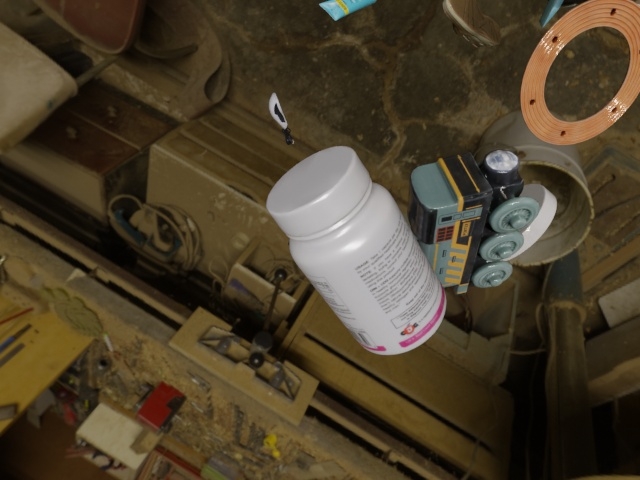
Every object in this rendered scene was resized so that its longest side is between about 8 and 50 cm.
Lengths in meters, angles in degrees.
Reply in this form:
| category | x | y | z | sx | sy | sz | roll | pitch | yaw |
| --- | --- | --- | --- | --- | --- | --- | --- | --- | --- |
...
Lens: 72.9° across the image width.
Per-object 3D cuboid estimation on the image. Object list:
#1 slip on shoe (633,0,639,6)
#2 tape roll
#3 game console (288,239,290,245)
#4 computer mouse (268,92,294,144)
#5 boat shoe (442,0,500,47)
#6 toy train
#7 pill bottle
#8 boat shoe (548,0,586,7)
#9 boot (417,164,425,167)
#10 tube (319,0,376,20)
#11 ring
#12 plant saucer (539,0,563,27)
| category | x | y | z | sx | sy | sz | roll | pitch | yaw |
| --- | --- | --- | --- | --- | --- | --- | --- | --- | --- |
| slip on shoe | 0.948 | -0.640 | 1.236 | 0.041 | 0.051 | 0.135 | -45 | 70 | 10 |
| tape roll | 0.839 | -0.077 | 1.891 | 0.072 | 0.392 | 0.392 | 37 | 133 | -8 |
| game console | 0.000 | 0.000 | 1.109 | 0.123 | 0.085 | 0.144 | -1 | 144 | -27 |
| computer mouse | -0.144 | -0.426 | 1.516 | 0.042 | 0.106 | 0.193 | -20 | 138 | 4 |
| boat shoe | 0.497 | -0.734 | 1.471 | 0.098 | 0.302 | 0.109 | 0 | 85 | 50 |
| toy train | 0.248 | -0.015 | 0.772 | 0.190 | 0.142 | 0.334 | -11 | 143 | 0 |
| pill bottle | 0.056 | 0.019 | 0.619 | 0.160 | 0.161 | 0.283 | -12 | 128 | 34 |
| boat shoe | 0.665 | -0.627 | 1.002 | 0.091 | 0.302 | 0.115 | 20 | 97 | -26 |
| boot | 0.533 | -0.257 | 1.930 | 0.189 | 0.209 | 0.076 | -11 | 133 | -4 |
| tube | 0.097 | -0.780 | 1.427 | 0.080 | 0.207 | 0.052 | 48 | 154 | 16 |
| ring | 0.635 | -0.397 | 1.046 | 0.335 | 0.032 | 0.337 | -5 | 122 | -8 |
| plant saucer | 0.499 | -0.527 | 0.882 | 0.018 | 0.067 | 0.192 | 39 | 172 | 14 |
